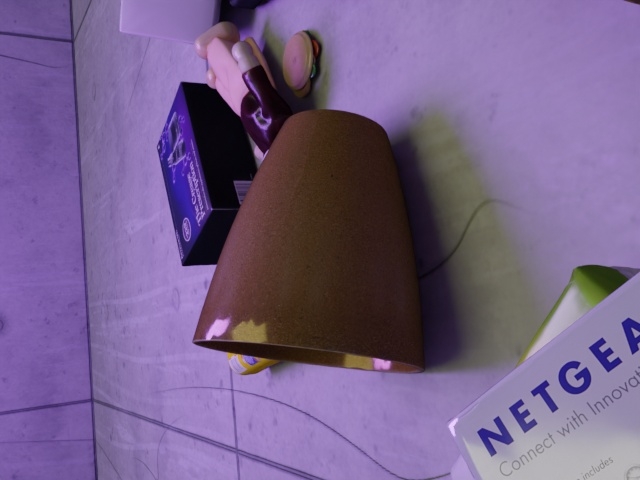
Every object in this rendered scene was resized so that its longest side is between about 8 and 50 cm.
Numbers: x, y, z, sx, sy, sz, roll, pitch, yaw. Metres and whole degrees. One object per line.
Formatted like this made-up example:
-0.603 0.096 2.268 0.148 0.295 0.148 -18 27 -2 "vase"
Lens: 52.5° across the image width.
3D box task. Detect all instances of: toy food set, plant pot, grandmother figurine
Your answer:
-0.027 -0.248 0.901 0.082 0.020 0.083 -60 42 42 "toy food set"
0.000 0.000 0.694 0.237 0.237 0.254 -18 63 59 "plant pot"
-0.080 -0.187 0.921 0.342 0.104 0.208 56 176 37 "grandmother figurine"

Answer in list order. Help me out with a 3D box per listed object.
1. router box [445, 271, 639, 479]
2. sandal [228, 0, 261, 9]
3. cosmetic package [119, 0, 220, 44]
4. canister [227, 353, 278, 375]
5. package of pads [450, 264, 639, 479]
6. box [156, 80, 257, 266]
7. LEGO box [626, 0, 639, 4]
0.254 0.106 0.235 0.335 0.082 0.301 -45 47 19 "router box"
-0.039 -0.412 0.856 0.446 0.107 0.168 -148 59 -69 "sandal"
-0.224 -0.512 1.044 0.197 0.155 0.365 -108 25 -67 "cosmetic package"
-0.087 0.128 0.973 0.170 0.073 0.126 -39 59 56 "canister"
0.228 0.191 0.406 0.296 0.101 0.229 56 136 43 "package of pads"
-0.196 -0.113 1.123 0.184 0.103 0.261 -54 47 50 "box"
0.139 -0.380 0.260 0.193 0.372 0.500 58 138 41 "LEGO box"
